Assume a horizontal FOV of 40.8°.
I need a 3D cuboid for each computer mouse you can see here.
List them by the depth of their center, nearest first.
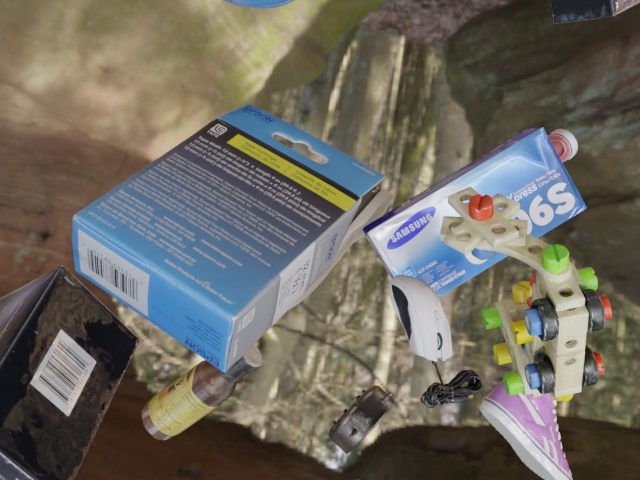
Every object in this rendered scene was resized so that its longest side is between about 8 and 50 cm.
[{"bbox_3d":[0.146,0.123,1.132,0.106,0.193,0.042,-1,150,-38],"label":"computer mouse"}]

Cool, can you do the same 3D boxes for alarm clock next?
[{"bbox_3d":[0.070,0.328,1.579,0.064,0.129,0.192,42,159,11],"label":"alarm clock"}]

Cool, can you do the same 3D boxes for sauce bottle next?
[{"bbox_3d":[-0.273,0.346,2.009,0.344,0.111,0.111,-37,145,25],"label":"sauce bottle"}]

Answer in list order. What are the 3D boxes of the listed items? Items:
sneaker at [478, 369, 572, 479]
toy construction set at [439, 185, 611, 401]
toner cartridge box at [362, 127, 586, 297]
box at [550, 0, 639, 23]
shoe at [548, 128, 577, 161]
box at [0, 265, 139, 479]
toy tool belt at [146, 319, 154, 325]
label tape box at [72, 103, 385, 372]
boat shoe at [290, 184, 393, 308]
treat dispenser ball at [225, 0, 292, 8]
[{"bbox_3d":[0.455,0.370,1.732,0.282,0.161,0.102,51,163,-24],"label":"sneaker"},{"bbox_3d":[0.266,0.075,1.079,0.151,0.215,0.327,-23,131,10],"label":"toy construction set"},{"bbox_3d":[0.264,-0.038,1.487,0.348,0.165,0.075,-32,-172,0],"label":"toner cartridge box"},{"bbox_3d":[0.435,-0.443,1.268,0.103,0.184,0.261,8,-150,44],"label":"box"},{"bbox_3d":[0.431,-0.161,1.695,0.081,0.063,0.178,-34,-179,-15],"label":"shoe"},{"bbox_3d":[-0.461,0.231,1.213,0.294,0.296,0.182,-25,119,28],"label":"box"},{"bbox_3d":[-0.239,0.096,1.253,0.051,0.052,0.083,51,-174,22],"label":"toy tool belt"},{"bbox_3d":[-0.111,-0.024,1.136,0.249,0.348,0.115,30,135,18],"label":"label tape box"},{"bbox_3d":[0.000,0.000,1.637,0.097,0.324,0.116,40,165,13],"label":"boat shoe"},{"bbox_3d":[-0.105,-0.539,1.455,0.288,0.288,0.288,8,168,2],"label":"treat dispenser ball"}]
